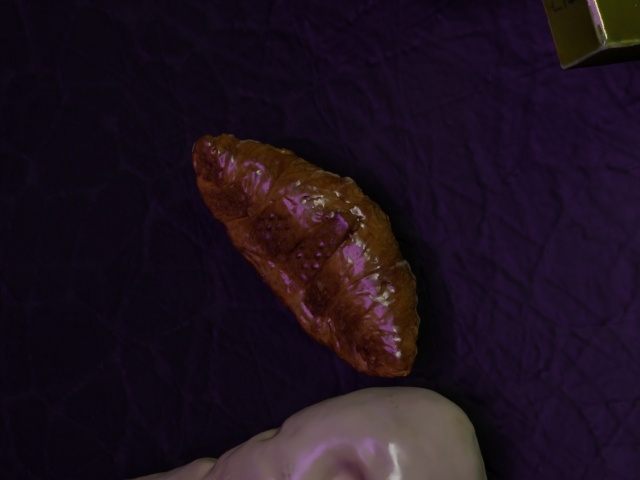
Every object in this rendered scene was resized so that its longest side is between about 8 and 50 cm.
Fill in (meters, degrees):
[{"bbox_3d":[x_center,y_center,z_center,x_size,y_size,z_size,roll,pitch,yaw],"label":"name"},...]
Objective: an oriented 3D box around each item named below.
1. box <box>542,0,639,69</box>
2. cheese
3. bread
[{"bbox_3d":[0.174,-0.260,0.723,0.043,0.173,0.311,-24,80,58],"label":"box"},{"bbox_3d":[-0.067,0.234,0.906,0.328,0.129,0.351,23,88,41],"label":"cheese"},{"bbox_3d":[0.000,0.000,0.889,0.233,0.076,0.105,46,125,14],"label":"bread"}]
